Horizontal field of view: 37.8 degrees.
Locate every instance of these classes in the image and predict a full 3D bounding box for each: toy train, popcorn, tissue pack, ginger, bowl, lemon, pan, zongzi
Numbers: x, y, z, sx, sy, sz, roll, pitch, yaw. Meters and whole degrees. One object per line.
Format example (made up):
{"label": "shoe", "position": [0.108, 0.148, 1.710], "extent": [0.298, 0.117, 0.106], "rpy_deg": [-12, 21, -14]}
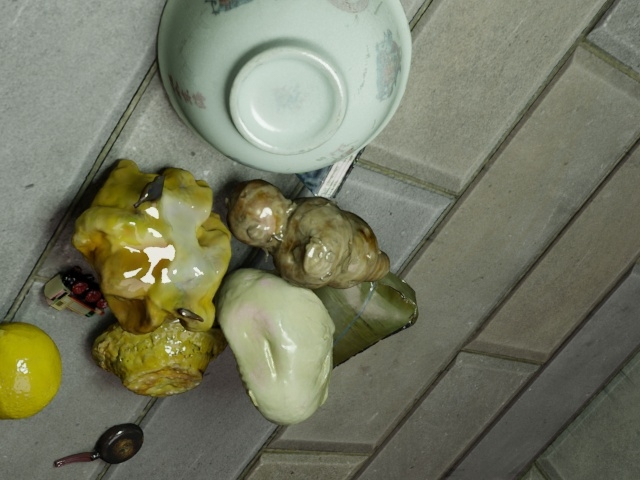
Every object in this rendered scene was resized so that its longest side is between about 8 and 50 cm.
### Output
{"label": "toy train", "position": [-0.468, 0.109, 1.824], "extent": [0.087, 0.050, 0.138], "rpy_deg": [-37, 142, 9]}
{"label": "popcorn", "position": [-0.311, 0.015, 1.699], "extent": [0.297, 0.281, 0.316], "rpy_deg": [12, 82, -36]}
{"label": "tissue pack", "position": [0.021, -0.218, 1.747], "extent": [0.073, 0.173, 0.235], "rpy_deg": [7, 126, -40]}
{"label": "ginger", "position": [0.000, 0.000, 1.826], "extent": [0.375, 0.256, 0.176], "rpy_deg": [18, 103, -49]}
{"label": "bowl", "position": [-0.055, -0.260, 1.504], "extent": [0.434, 0.196, 0.435], "rpy_deg": [-1, 122, -2]}
{"label": "lemon", "position": [-0.582, 0.242, 1.774], "extent": [0.178, 0.178, 0.203], "rpy_deg": [-23, 129, -15]}
{"label": "pan", "position": [-0.512, 0.492, 2.180], "extent": [0.212, 0.040, 0.115], "rpy_deg": [-18, 132, -21]}
{"label": "zongzi", "position": [-0.023, 0.126, 2.090], "extent": [0.356, 0.174, 0.393], "rpy_deg": [-36, 123, 15]}

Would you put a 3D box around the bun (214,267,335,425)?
{"label": "bun", "position": [-0.074, 0.199, 1.893], "extent": [0.213, 0.361, 0.361], "rpy_deg": [-22, 140, -1]}

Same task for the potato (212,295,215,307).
{"label": "potato", "position": [-0.295, 0.151, 1.962], "extent": [0.149, 0.081, 0.120], "rpy_deg": [-9, 132, -28]}

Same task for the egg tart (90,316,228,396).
{"label": "egg tart", "position": [-0.326, 0.243, 1.941], "extent": [0.294, 0.123, 0.294], "rpy_deg": [-10, 151, -5]}
